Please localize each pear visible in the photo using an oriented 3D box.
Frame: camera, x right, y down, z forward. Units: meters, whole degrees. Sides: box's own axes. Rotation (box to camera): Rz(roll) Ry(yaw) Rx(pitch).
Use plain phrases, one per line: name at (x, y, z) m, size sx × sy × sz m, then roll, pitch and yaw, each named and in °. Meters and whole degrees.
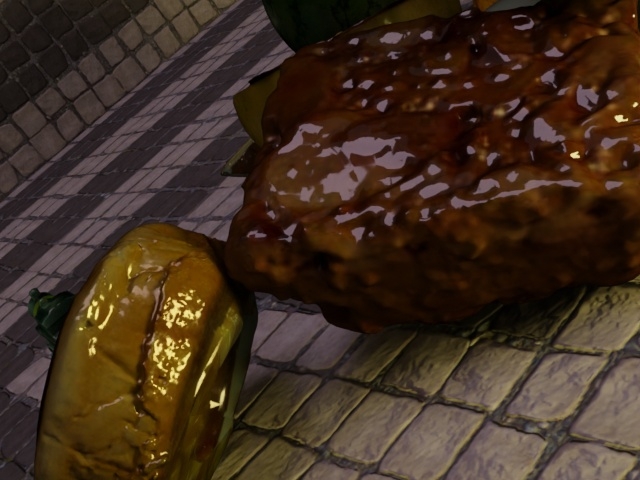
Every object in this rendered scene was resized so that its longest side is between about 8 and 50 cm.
pear at (0.063, -0.199, 1.414) m, size 0.340 × 0.191 × 0.386 m, roll -27°, pitch 10°, yaw 12°

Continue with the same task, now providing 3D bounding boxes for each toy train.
toy train at (-0.361, 0.124, 1.482) m, size 0.083 × 0.132 × 0.200 m, roll -44°, pitch 25°, yaw -20°

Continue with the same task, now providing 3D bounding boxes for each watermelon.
watermelon at (0.059, -0.442, 1.715) m, size 0.363 × 0.363 × 0.363 m, roll -30°, pitch 22°, yaw 14°

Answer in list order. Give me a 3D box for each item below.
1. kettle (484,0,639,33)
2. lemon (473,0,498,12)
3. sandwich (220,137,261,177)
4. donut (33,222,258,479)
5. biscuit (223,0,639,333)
kettle at (0.331, -0.249, 1.213) m, size 0.255 × 0.165 × 0.240 m, roll -23°, pitch -4°, yaw 37°
lemon at (0.283, -0.336, 1.445) m, size 0.142 × 0.142 × 0.187 m, roll -30°, pitch 25°, yaw 14°
sandwich at (-0.051, -0.167, 1.667) m, size 0.258 × 0.096 × 0.094 m, roll -46°, pitch 17°, yaw -21°
donut at (-0.153, 0.131, 1.002) m, size 0.159 × 0.330 × 0.330 m, roll 6°, pitch 34°, yaw 9°
biscuit at (0.131, -0.079, 1.006) m, size 0.394 × 0.166 × 0.343 m, roll -8°, pitch 45°, yaw 21°
